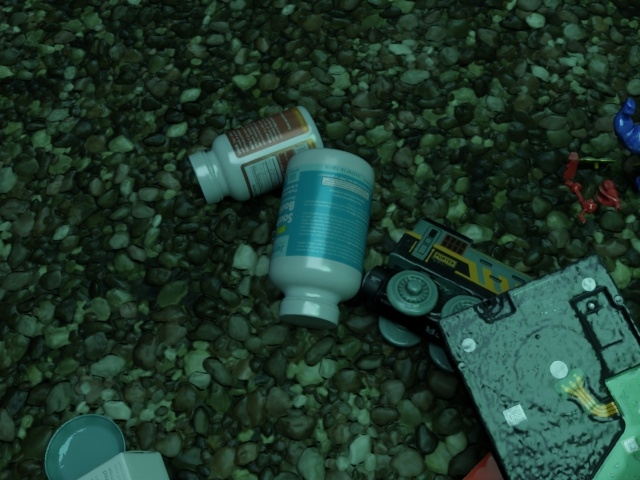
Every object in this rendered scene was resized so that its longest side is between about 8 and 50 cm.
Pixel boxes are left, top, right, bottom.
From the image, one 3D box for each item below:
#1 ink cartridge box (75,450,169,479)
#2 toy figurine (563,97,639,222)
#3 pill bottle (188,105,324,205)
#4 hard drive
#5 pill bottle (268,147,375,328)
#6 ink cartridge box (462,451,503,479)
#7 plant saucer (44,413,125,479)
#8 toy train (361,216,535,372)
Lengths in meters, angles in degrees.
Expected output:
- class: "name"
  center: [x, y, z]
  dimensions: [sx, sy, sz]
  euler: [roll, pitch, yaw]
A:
- class: "ink cartridge box"
  center: [-0.295, 0.397, 0.955]
  dimensions: [0.218, 0.092, 0.159]
  euler: [-33, 64, 12]
- class: "toy figurine"
  center: [0.582, -0.142, 1.122]
  dimensions: [0.362, 0.217, 0.191]
  euler: [9, 40, 9]
- class: "pill bottle"
  center: [-0.109, -0.140, 1.252]
  dimensions: [0.216, 0.121, 0.121]
  euler: [-21, 63, -8]
- class: "hard drive"
  center: [0.321, 0.215, 0.931]
  dimensions: [0.237, 0.064, 0.339]
  euler: [-24, 74, -2]
- class: "pill bottle"
  center: [0.000, 0.000, 1.146]
  dimensions: [0.146, 0.146, 0.264]
  euler: [6, 71, 7]
- class: "ink cartridge box"
  center: [0.205, 0.418, 0.934]
  dimensions: [0.189, 0.066, 0.232]
  euler: [44, 96, 23]
- class: "plant saucer"
  center: [-0.345, 0.318, 1.079]
  dimensions: [0.119, 0.021, 0.119]
  euler: [-1, 61, 3]
- class: "toy train"
  center: [0.233, 0.100, 1.100]
  dimensions: [0.334, 0.142, 0.190]
  euler: [27, 57, 16]
